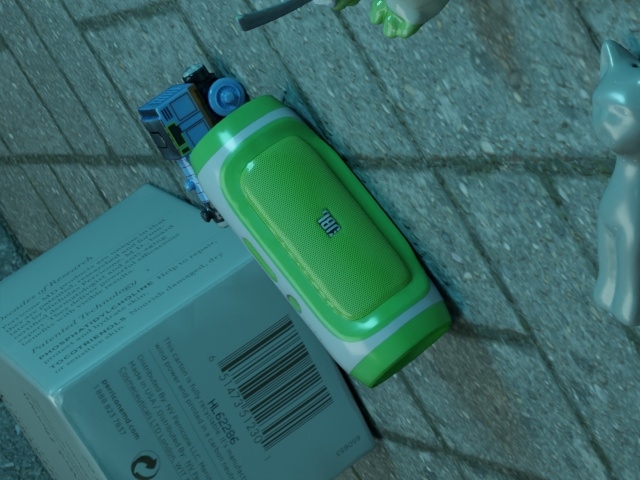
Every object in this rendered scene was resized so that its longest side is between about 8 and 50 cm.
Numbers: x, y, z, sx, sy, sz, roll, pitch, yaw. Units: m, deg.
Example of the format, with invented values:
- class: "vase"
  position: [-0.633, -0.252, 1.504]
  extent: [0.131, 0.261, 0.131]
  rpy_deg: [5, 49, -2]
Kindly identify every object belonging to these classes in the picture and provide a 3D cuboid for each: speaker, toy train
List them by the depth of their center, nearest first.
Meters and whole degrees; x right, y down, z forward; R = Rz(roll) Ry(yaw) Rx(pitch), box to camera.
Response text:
- class: "speaker"
  position: [0.000, 0.000, 1.976]
  extent: [0.296, 0.131, 0.131]
  rpy_deg: [51, 163, 9]
- class: "toy train"
  position: [-0.112, -0.097, 2.126]
  extent: [0.184, 0.105, 0.080]
  rpy_deg: [60, 162, -16]

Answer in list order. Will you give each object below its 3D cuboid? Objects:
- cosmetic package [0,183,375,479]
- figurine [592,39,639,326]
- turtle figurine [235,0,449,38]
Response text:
- class: "cosmetic package"
  position: [-0.203, 0.176, 2.511]
  extent: [0.394, 0.327, 0.329]
  rpy_deg: [24, 146, 60]
- class: "figurine"
  position: [0.262, -0.020, 1.345]
  extent: [0.215, 0.092, 0.209]
  rpy_deg: [38, 148, 45]
- class: "turtle figurine"
  position: [-0.029, -0.234, 1.422]
  extent: [0.198, 0.274, 0.266]
  rpy_deg: [14, 165, 30]
